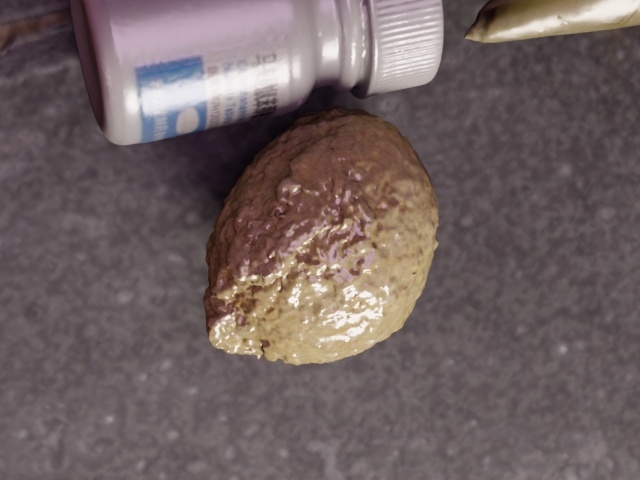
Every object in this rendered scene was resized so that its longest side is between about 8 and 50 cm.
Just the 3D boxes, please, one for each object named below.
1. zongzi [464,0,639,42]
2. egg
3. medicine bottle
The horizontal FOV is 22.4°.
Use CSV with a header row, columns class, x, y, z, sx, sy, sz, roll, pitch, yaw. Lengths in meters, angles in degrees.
class,x,y,z,sx,sy,sz,roll,pitch,yaw
zongzi,0.215,-0.254,0.817,0.318,0.154,0.289,-8,95,-7
egg,0.000,0.000,0.820,0.118,0.116,0.140,22,95,-41
medicine bottle,-0.034,-0.110,0.795,0.168,0.105,0.105,-13,103,-12
